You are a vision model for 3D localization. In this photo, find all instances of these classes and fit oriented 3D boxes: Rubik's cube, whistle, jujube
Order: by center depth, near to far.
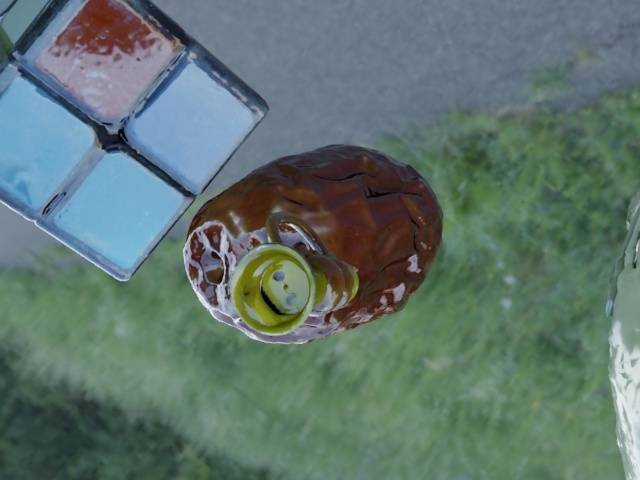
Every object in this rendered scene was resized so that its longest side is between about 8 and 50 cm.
[{"bbox_3d":[-0.014,0.017,0.609,0.057,0.046,0.109,30,-169,13],"label":"whistle"},{"bbox_3d":[0.000,0.000,0.994,0.250,0.174,0.174,-9,-150,-45],"label":"jujube"},{"bbox_3d":[-0.309,-0.187,1.518,0.318,0.316,0.313,38,-176,-32],"label":"Rubik's cube"}]

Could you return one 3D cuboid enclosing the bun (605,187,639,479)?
[{"bbox_3d":[0.202,0.003,0.459,0.146,0.287,0.287,35,168,10],"label":"bun"}]
